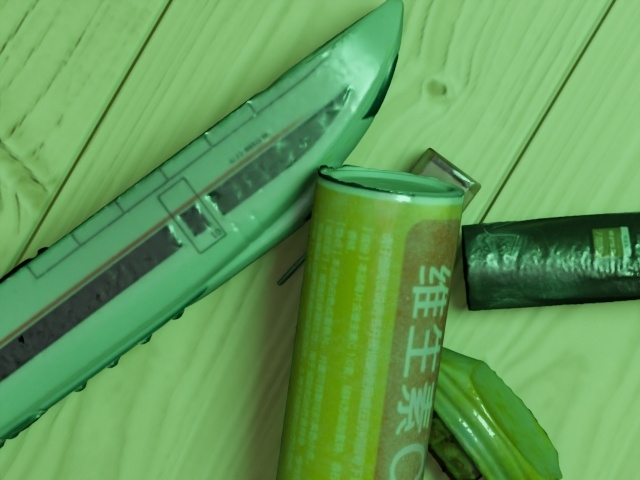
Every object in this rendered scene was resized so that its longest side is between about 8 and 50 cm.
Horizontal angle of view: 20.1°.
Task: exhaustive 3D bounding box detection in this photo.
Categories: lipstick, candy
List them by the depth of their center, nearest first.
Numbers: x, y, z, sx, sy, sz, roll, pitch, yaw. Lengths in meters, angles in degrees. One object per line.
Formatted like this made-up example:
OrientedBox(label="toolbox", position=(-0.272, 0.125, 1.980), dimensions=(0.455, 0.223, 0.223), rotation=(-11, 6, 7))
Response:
OrientedBox(label="lipstick", position=(0.044, 0.010, 1.165), dimensions=(0.045, 0.045, 0.145), rotation=(37, 95, -1))
OrientedBox(label="candy", position=(0.000, 0.000, 1.179), dimensions=(0.083, 0.023, 0.025), rotation=(-47, 55, 9))

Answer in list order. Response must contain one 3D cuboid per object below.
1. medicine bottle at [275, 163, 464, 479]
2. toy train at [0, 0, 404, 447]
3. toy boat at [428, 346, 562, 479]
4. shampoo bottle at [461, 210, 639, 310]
OrientedBox(label="medicine bottle", position=(0.013, 0.170, 1.114), dimensions=(0.108, 0.108, 0.426), rotation=(7, 100, 2))
OrientedBox(label="toy train", position=(-0.091, -0.004, 1.149), dimensions=(0.407, 0.086, 0.088), rotation=(-37, 89, 3))
OrientedBox(label="toy boat", position=(0.106, 0.137, 1.160), dimensions=(0.066, 0.065, 0.172), rotation=(-36, 90, 26))
OrientedBox(label="shampoo bottle", position=(0.195, 0.012, 1.153), dimensions=(0.207, 0.063, 0.057), rotation=(-3, 82, 4))
